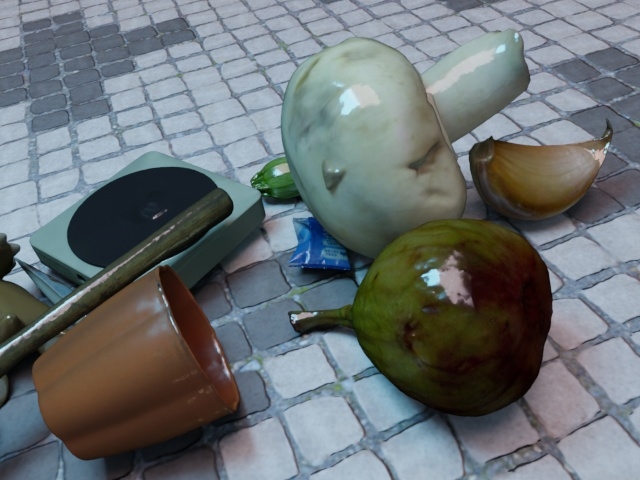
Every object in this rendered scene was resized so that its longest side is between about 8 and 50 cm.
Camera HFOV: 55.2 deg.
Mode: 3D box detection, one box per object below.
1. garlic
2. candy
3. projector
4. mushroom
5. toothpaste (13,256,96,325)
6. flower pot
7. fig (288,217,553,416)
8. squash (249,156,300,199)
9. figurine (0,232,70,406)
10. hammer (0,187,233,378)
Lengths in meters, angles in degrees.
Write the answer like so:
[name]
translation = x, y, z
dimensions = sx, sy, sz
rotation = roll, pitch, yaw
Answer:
[garlic]
translation = 0.316, -0.094, 0.901
dimensions = 0.207, 0.128, 0.115
rotation = -10, -2, -8
[candy]
translation = -0.001, 0.000, 0.899
dimensions = 0.088, 0.038, 0.136
rotation = 1, 35, 0
[projector]
translation = -0.255, -0.015, 0.926
dimensions = 0.257, 0.079, 0.259
rotation = 22, 50, 30
[mushroom]
translation = 0.120, -0.140, 0.810
dimensions = 0.336, 0.314, 0.314
rotation = -30, 44, 2
[toothpaste]
translation = -0.358, 0.083, 0.858
dimensions = 0.216, 0.062, 0.037
rotation = 30, 73, 30
[flower pot]
translation = -0.207, 0.143, 0.682
dimensions = 0.173, 0.190, 0.190
rotation = -26, 44, -3
[fig]
translation = 0.090, 0.078, 0.708
dimensions = 0.321, 0.217, 0.217
rotation = -2, 38, 39
[squash]
translation = -0.006, -0.113, 1.000
dimensions = 0.219, 0.068, 0.077
rotation = -13, 47, -4
[figurine]
translation = -0.457, 0.075, 0.793
dimensions = 0.177, 0.173, 0.247
rotation = -32, 47, -24
[hammer]
translation = -0.270, 0.068, 0.721
dimensions = 0.440, 0.168, 0.044
rotation = -40, 91, -31
